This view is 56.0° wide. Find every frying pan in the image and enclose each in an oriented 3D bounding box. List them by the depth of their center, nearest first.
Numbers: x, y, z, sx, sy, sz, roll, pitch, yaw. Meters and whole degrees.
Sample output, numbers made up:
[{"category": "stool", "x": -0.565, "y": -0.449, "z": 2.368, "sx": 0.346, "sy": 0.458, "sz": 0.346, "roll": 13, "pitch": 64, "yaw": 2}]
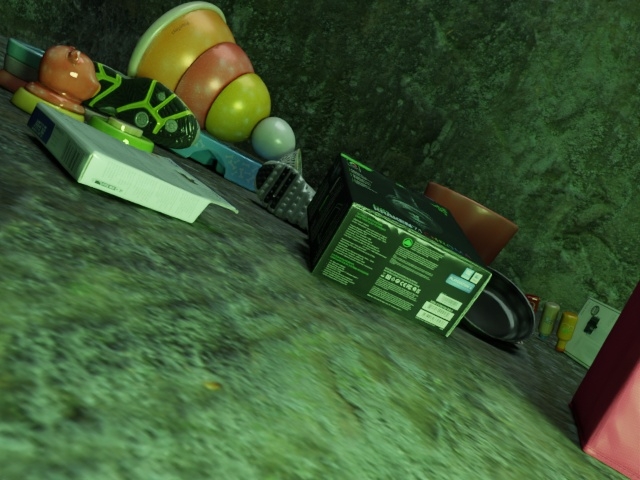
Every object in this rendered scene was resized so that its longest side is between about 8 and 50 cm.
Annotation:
[{"category": "frying pan", "x": 0.280, "y": 0.078, "z": 1.186, "sx": 0.326, "sy": 0.053, "sz": 0.197, "roll": 45, "pitch": 41, "yaw": 21}]

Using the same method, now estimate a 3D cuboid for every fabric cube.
[{"category": "fabric cube", "x": 0.487, "y": 0.184, "z": 0.732, "sx": 0.259, "sy": 0.258, "sz": 0.254, "roll": 30, "pitch": 8, "yaw": 17}]

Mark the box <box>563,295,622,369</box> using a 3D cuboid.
[{"category": "box", "x": 0.732, "y": 0.266, "z": 1.471, "sx": 0.087, "sy": 0.169, "sz": 0.290, "roll": 28, "pitch": 5, "yaw": -16}]

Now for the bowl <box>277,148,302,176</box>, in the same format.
[{"category": "bowl", "x": -0.093, "y": -0.159, "z": 1.600, "sx": 0.080, "sy": 0.170, "sz": 0.170, "roll": 1, "pitch": 6, "yaw": 2}]

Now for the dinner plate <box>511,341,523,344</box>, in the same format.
[{"category": "dinner plate", "x": 0.348, "y": 0.180, "z": 1.237, "sx": 0.141, "sy": 0.017, "sz": 0.141, "roll": 26, "pitch": 6, "yaw": -3}]

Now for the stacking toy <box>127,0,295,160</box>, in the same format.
[{"category": "stacking toy", "x": -0.264, "y": -0.386, "z": 1.677, "sx": 0.480, "sy": 0.350, "sz": 0.350, "roll": 45, "pitch": 10, "yaw": 10}]

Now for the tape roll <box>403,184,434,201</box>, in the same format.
[{"category": "tape roll", "x": 0.167, "y": -0.021, "z": 1.308, "sx": 0.080, "sy": 0.189, "sz": 0.189, "roll": 29, "pitch": 7, "yaw": 18}]

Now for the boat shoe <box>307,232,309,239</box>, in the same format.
[{"category": "boat shoe", "x": 0.002, "y": 0.001, "z": 1.153, "sx": 0.056, "sy": 0.048, "sz": 0.153, "roll": 20, "pitch": 2, "yaw": -14}]

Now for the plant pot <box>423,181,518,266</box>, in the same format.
[{"category": "plant pot", "x": 0.367, "y": 0.004, "z": 1.674, "sx": 0.275, "sy": 0.243, "sz": 0.275, "roll": 28, "pitch": 6, "yaw": -3}]

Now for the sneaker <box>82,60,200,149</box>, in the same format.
[{"category": "sneaker", "x": -0.458, "y": -0.352, "z": 1.555, "sx": 0.385, "sy": 0.145, "sz": 0.147, "roll": 31, "pitch": 8, "yaw": 15}]

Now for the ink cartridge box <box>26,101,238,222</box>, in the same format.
[{"category": "ink cartridge box", "x": -0.255, "y": -0.096, "z": 0.818, "sx": 0.224, "sy": 0.045, "sz": 0.223, "roll": 22, "pitch": 9, "yaw": -46}]

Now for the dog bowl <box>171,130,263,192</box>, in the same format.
[{"category": "dog bowl", "x": -0.267, "y": -0.221, "z": 1.608, "sx": 0.297, "sy": 0.074, "sz": 0.166, "roll": 29, "pitch": 6, "yaw": 5}]

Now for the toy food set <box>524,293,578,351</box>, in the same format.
[{"category": "toy food set", "x": 0.540, "y": 0.208, "z": 1.588, "sx": 0.232, "sy": 0.104, "sz": 0.111, "roll": 10, "pitch": 20, "yaw": 4}]

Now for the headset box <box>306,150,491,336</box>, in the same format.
[{"category": "headset box", "x": 0.114, "y": -0.008, "z": 1.007, "sx": 0.246, "sy": 0.131, "sz": 0.283, "roll": 26, "pitch": 20, "yaw": -13}]

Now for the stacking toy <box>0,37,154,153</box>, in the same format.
[{"category": "stacking toy", "x": -0.450, "y": -0.289, "z": 1.154, "sx": 0.279, "sy": 0.130, "sz": 0.309, "roll": 20, "pitch": 10, "yaw": -47}]

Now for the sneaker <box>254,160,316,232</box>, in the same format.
[{"category": "sneaker", "x": -0.031, "y": -0.071, "z": 1.338, "sx": 0.292, "sy": 0.110, "sz": 0.118, "roll": 39, "pitch": 3, "yaw": 23}]
